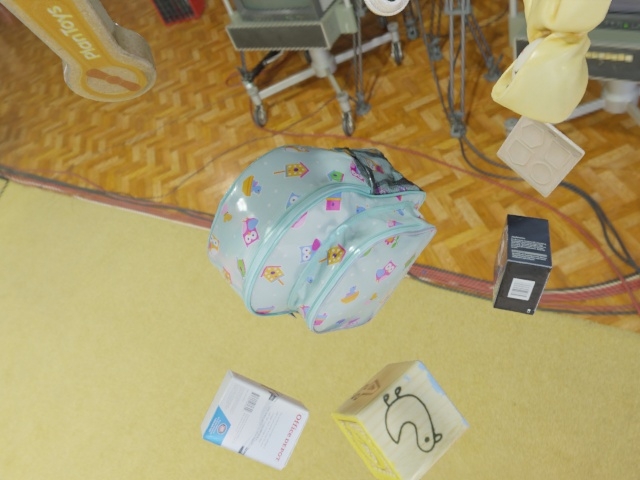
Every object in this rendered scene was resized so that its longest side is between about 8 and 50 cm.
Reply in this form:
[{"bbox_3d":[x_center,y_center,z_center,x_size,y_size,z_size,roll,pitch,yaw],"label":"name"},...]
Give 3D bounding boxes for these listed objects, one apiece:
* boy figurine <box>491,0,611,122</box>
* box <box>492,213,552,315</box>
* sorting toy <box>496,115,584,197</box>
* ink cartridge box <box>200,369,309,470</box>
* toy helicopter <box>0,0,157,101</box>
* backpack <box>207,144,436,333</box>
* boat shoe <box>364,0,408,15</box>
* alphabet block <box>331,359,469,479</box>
[{"bbox_3d":[0.238,-0.265,0.510,0.092,0.285,0.177,7,17,-1],"label":"boy figurine"},{"bbox_3d":[0.445,0.053,1.144,0.093,0.156,0.158,10,43,12],"label":"box"},{"bbox_3d":[0.606,-0.243,1.425,0.038,0.208,0.193,-33,69,-24],"label":"sorting toy"},{"bbox_3d":[-0.142,0.387,1.113,0.140,0.190,0.082,-63,16,-9],"label":"ink cartridge box"},{"bbox_3d":[-0.222,-0.186,0.353,0.234,0.355,0.140,-17,78,-1],"label":"toy helicopter"},{"bbox_3d":[0.000,0.000,0.477,0.166,0.188,0.144,-57,50,28],"label":"backpack"},{"bbox_3d":[0.112,-0.457,0.695,0.098,0.277,0.096,0,20,-3],"label":"boat shoe"},{"bbox_3d":[0.173,0.408,1.163,0.197,0.193,0.192,-36,85,-23],"label":"alphabet block"}]
